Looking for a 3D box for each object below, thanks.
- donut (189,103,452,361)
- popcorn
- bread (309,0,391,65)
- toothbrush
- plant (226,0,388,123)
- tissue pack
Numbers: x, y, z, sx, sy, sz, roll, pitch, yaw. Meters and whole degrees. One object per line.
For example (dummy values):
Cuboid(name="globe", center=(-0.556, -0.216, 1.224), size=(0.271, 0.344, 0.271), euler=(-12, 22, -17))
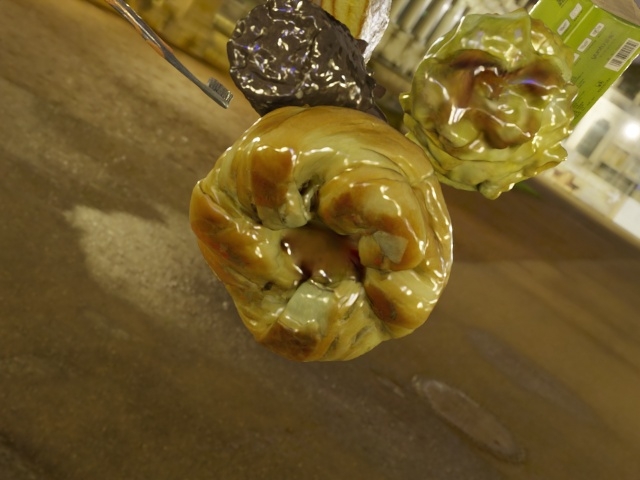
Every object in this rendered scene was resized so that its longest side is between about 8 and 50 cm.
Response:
Cuboid(name="donut", center=(0.000, 0.000, 1.244), size=(0.360, 0.360, 0.170), euler=(33, 42, 2))
Cuboid(name="popcorn", center=(0.283, -0.217, 1.566), size=(0.312, 0.312, 0.312), euler=(31, 12, -7))
Cuboid(name="bread", center=(0.054, -0.409, 1.618), size=(0.111, 0.184, 0.234), euler=(22, -32, 9))
Cuboid(name="toothbrush", center=(-0.252, -0.307, 1.436), size=(0.321, 0.031, 0.023), euler=(38, -24, -31))
Cuboid(name="plant", center=(-0.017, -0.223, 1.377), size=(0.321, 0.194, 0.181), euler=(31, 38, -68))
Cuboid(name="tissue pack", center=(0.526, -0.401, 1.994), size=(0.200, 0.274, 0.167), euler=(13, 42, -30))
